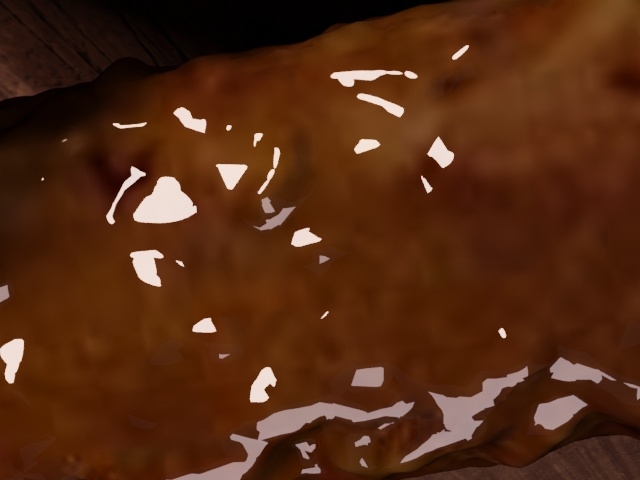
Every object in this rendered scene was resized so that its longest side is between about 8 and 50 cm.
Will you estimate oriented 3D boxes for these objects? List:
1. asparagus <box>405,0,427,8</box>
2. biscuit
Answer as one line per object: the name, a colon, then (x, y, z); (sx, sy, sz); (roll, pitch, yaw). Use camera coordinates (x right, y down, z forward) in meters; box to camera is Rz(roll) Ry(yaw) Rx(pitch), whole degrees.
asparagus: (0.038, -0.130, 0.523); (0.016, 0.013, 0.166); (3, 157, 19)
biscuit: (0.000, 0.000, 0.488); (0.395, 0.166, 0.342); (-7, -174, 16)
